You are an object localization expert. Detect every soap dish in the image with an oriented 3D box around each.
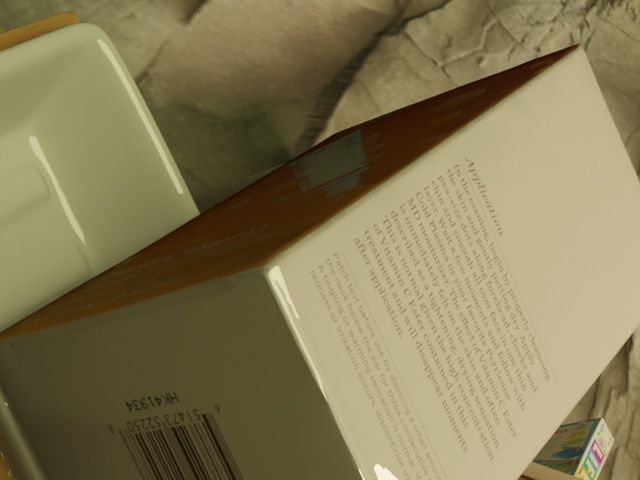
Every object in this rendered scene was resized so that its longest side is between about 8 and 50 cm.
[{"bbox_3d":[-0.172,0.027,0.748,0.229,0.118,0.291,-38,104,-51],"label":"soap dish"}]

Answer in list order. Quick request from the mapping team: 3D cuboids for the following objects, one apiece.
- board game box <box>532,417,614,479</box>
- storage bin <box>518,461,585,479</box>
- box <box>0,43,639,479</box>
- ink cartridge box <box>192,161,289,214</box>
[{"bbox_3d":[0.165,0.205,1.058,0.026,0.154,0.103,59,40,-14],"label":"board game box"},{"bbox_3d":[0.127,0.279,0.874,0.123,0.262,0.260,-37,106,-19],"label":"storage bin"},{"bbox_3d":[0.026,0.039,0.707,0.345,0.215,0.168,-35,104,-49],"label":"box"},{"bbox_3d":[0.000,0.000,0.962,0.176,0.128,0.127,-19,91,-51],"label":"ink cartridge box"}]
